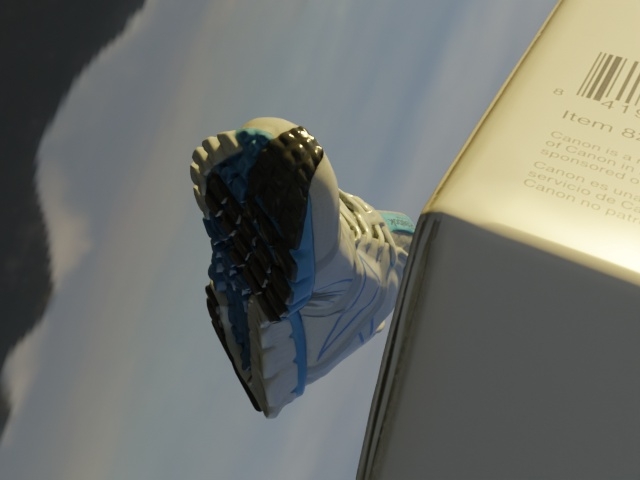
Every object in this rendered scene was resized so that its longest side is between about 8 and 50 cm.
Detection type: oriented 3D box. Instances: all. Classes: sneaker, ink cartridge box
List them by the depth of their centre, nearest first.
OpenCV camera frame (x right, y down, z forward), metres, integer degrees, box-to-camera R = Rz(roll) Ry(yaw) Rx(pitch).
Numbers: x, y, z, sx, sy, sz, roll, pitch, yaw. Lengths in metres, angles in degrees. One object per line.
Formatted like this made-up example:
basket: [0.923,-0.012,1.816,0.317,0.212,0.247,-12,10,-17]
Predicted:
ink cartridge box: [0.155,0.005,0.499,0.283,0.207,0.117,-53,159,-54]
sneaker: [0.000,0.000,0.657,0.071,0.083,0.191,59,-14,20]
